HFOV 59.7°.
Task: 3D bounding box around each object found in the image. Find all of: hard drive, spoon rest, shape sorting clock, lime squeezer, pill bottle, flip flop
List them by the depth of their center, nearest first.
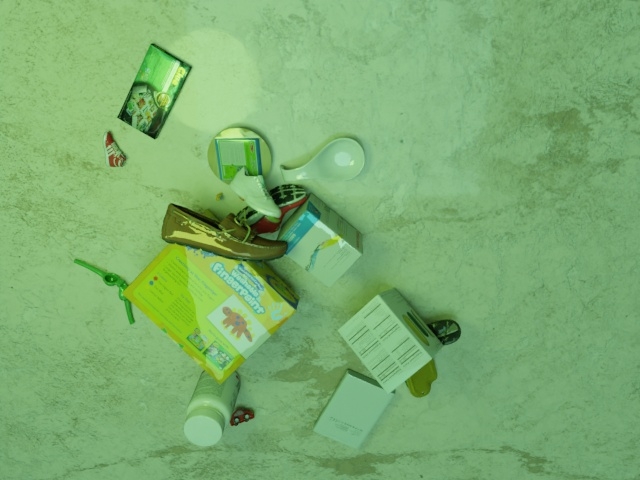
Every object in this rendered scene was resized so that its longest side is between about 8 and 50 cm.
[{"bbox_3d":[0.005,-0.236,1.758,0.276,0.084,0.137,-15,111,10],"label":"spoon rest"},{"bbox_3d":[-0.259,-0.264,1.784,0.206,0.040,0.206,3,122,5],"label":"shape sorting clock"},{"bbox_3d":[0.360,0.335,1.976,0.277,0.080,0.112,-14,81,18],"label":"flip flop"},{"bbox_3d":[-0.742,0.165,1.997,0.110,0.059,0.310,-18,116,43],"label":"lime squeezer"},{"bbox_3d":[-0.393,0.595,2.023,0.160,0.283,0.160,1,113,3],"label":"pill bottle"},{"bbox_3d":[0.127,0.655,2.150,0.203,0.040,0.308,25,112,-7],"label":"hard drive"}]

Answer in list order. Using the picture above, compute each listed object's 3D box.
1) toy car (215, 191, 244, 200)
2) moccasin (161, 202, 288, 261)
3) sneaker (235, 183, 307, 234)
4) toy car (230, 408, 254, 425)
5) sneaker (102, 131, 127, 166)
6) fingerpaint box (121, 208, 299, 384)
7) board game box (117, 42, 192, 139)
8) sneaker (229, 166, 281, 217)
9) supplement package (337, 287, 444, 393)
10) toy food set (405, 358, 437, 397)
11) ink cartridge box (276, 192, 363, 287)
[{"bbox_3d":[-0.284,-0.137,1.838,0.122,0.041,0.060,-16,132,19],"label":"toy car"},{"bbox_3d":[-0.283,-0.028,1.685,0.380,0.139,0.147,15,97,4],"label":"moccasin"},{"bbox_3d":[-0.157,-0.088,1.838,0.279,0.107,0.118,-26,127,17],"label":"sneaker"},{"bbox_3d":[-0.398,0.701,2.134,0.239,0.225,0.053,-29,66,15],"label":"toy car"},{"bbox_3d":[-0.660,-0.292,1.795,0.067,0.042,0.118,7,121,5],"label":"sneaker"},{"bbox_3d":[-0.354,0.183,1.860,0.445,0.163,0.371,44,99,-6],"label":"fingerpaint box"},{"bbox_3d":[-0.515,-0.457,1.725,0.136,0.030,0.260,32,111,-7],"label":"board game box"},{"bbox_3d":[-0.193,-0.154,1.733,0.212,0.080,0.094,38,104,23],"label":"sneaker"},{"bbox_3d":[0.238,0.328,1.868,0.198,0.199,0.263,-45,75,19],"label":"supplement package"},{"bbox_3d":[0.352,0.472,2.051,0.128,0.071,0.218,-26,117,-18],"label":"toy food set"},{"bbox_3d":[0.000,0.000,1.810,0.232,0.171,0.168,38,110,-12],"label":"ink cartridge box"}]
